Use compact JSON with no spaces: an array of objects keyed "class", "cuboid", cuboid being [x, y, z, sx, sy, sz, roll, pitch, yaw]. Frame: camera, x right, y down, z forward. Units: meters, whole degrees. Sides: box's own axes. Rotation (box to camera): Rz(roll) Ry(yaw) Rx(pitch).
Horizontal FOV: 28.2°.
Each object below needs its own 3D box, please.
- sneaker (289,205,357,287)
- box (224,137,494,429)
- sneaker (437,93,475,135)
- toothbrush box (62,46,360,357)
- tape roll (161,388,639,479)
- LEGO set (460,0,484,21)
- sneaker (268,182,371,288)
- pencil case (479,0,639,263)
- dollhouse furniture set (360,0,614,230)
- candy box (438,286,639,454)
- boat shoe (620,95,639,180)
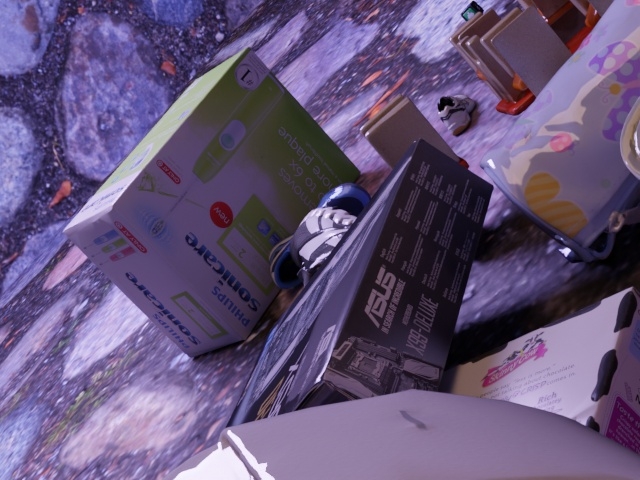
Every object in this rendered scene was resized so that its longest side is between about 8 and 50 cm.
[{"class":"sneaker","cuboid":[0.012,0.026,1.196,0.106,0.078,0.234,-46,19,-19]},{"class":"box","cuboid":[0.008,0.097,0.907,0.242,0.076,0.307,-54,6,35]},{"class":"sneaker","cuboid":[0.145,-0.147,1.385,0.032,0.037,0.083,-39,16,21]},{"class":"toothbrush box","cuboid":[-0.114,-0.044,1.438,0.122,0.206,0.283,-21,27,51]},{"class":"tape roll","cuboid":[0.037,0.190,0.372,0.286,0.286,0.100,-45,16,-6]},{"class":"LEGO set","cuboid":[0.281,-0.374,1.658,0.244,0.060,0.182,-50,6,-26]},{"class":"sneaker","cuboid":[0.000,0.000,1.338,0.144,0.053,0.059,-46,14,23]},{"class":"pencil case","cuboid":[0.235,-0.114,0.900,0.273,0.113,0.124,-51,24,6]},{"class":"dollhouse furniture set","cuboid":[0.173,-0.125,1.090,0.259,0.135,0.262,-41,8,4]},{"class":"candy box","cuboid":[0.106,0.148,0.688,0.159,0.071,0.233,-31,21,43]},{"class":"boat shoe","cuboid":[0.340,-0.137,0.788,0.340,0.113,0.127,-50,38,2]}]
